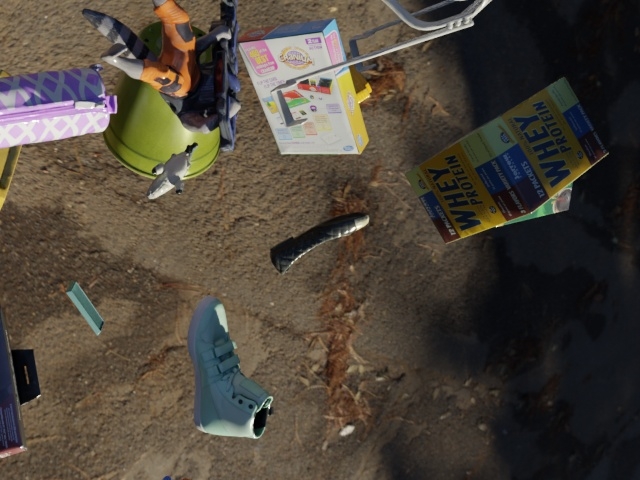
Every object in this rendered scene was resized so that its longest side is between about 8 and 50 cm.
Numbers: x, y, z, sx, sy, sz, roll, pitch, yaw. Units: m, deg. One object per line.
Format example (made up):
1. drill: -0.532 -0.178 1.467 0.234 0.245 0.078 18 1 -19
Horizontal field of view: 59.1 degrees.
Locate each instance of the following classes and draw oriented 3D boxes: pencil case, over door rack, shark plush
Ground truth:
1. pencil case: -0.348 -0.150 0.661 0.206 0.088 0.087 -23 131 -38
2. over door rack: 0.092 -0.286 0.712 0.108 0.324 0.239 56 47 -14
3. shark plush: -0.314 -0.158 1.195 0.073 0.067 0.161 30 59 -24

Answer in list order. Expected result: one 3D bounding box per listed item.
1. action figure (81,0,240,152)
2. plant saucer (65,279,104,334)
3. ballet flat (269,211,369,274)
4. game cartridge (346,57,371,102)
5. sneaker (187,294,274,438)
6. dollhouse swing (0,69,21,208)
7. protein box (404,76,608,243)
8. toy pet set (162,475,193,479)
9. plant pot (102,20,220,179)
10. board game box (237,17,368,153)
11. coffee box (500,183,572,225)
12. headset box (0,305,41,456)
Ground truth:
1. action figure: -0.248 -0.338 1.027 0.330 0.178 0.342 54 32 -59
2. plant saucer: -0.762 0.219 1.839 0.018 0.067 0.192 -18 120 5
3. ballet flat: 0.000 0.000 0.894 0.173 0.057 0.049 -24 98 13
4. game cartridge: -0.004 -0.483 1.922 0.323 0.285 0.053 -31 127 7
5. sneaker: -0.148 0.225 1.001 0.094 0.151 0.256 -20 110 -63
6. dollhouse swing: -0.973 -0.279 1.509 0.304 0.315 0.347 17 64 -32
7. protein box: 0.282 -0.119 0.878 0.201 0.199 0.136 -32 92 -27
8. toy pet set: -0.191 0.425 0.830 0.065 0.114 0.122 67 29 -43
9. plant pot: -0.436 -0.425 1.647 0.366 0.353 0.367 11 57 -18
10. board game box: -0.037 -0.355 1.358 0.064 0.242 0.317 -58 141 -38
11. coffee box: 0.445 -0.101 1.197 0.184 0.040 0.113 -11 120 -12
12. headset box: -0.563 0.225 0.801 0.293 0.110 0.218 -9 74 -28
